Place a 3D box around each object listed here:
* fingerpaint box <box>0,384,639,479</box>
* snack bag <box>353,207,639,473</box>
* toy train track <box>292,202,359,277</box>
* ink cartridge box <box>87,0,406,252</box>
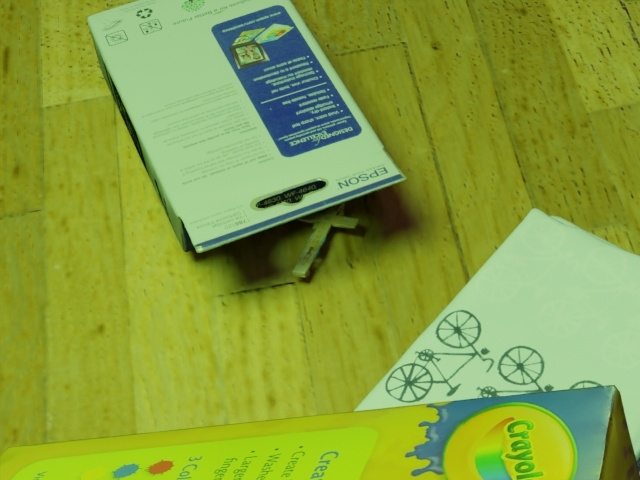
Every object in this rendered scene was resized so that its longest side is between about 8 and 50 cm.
[{"bbox_3d":[-0.050,0.256,0.733,0.371,0.163,0.445,-9,21,18],"label":"fingerpaint box"},{"bbox_3d":[0.196,0.140,1.036,0.342,0.037,0.323,27,56,30],"label":"snack bag"},{"bbox_3d":[0.000,0.000,1.215,0.048,0.014,0.083,9,46,21],"label":"toy train track"},{"bbox_3d":[-0.064,-0.095,1.272,0.165,0.065,0.332,-18,41,-9],"label":"ink cartridge box"}]
